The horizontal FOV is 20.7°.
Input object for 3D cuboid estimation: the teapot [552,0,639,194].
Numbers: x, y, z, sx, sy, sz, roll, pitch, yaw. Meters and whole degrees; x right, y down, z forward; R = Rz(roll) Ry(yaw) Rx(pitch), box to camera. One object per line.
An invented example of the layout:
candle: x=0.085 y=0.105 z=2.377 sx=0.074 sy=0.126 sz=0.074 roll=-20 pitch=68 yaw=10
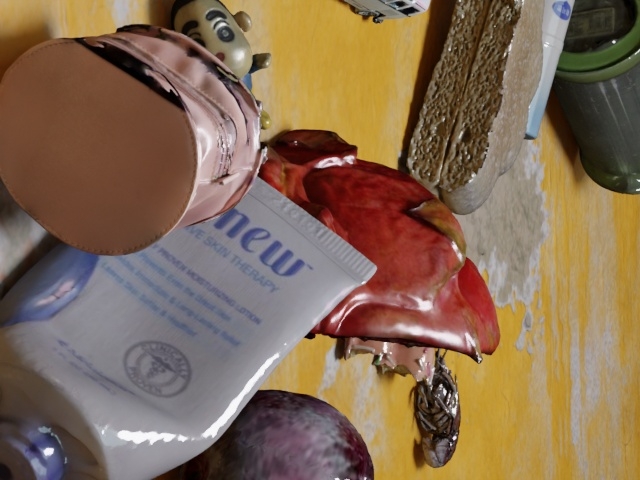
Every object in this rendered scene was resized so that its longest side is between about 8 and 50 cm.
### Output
teapot: x=0.426 y=-0.240 z=2.511 sx=0.337 sy=0.200 sz=0.270 roll=56 pitch=33 yaw=-50

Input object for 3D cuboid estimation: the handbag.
handbag: x=-0.162 y=-0.087 z=1.473 sx=0.179 sy=0.205 sz=0.116 roll=-60 pitch=169 yaw=19

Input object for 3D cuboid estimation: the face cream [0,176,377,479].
face cream: x=-0.146 y=0.074 z=1.514 sx=0.420 sy=0.235 sz=0.137 roll=-47 pitch=168 yaw=-42

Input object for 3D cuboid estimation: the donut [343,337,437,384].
donut: x=0.089 y=0.102 z=2.064 sx=0.166 sy=0.065 sz=0.117 roll=25 pitch=72 yaw=-60

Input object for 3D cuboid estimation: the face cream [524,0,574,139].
face cream: x=0.282 y=-0.262 z=2.321 sx=0.077 sy=0.077 sz=0.250 roll=20 pitch=84 yaw=-60

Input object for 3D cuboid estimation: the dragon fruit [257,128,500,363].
dragon fruit: x=0.002 y=-0.010 z=1.719 sx=0.329 sy=0.286 sz=0.228 roll=13 pitch=85 yaw=-51

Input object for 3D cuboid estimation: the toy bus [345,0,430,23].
toy bus: x=0.054 y=-0.303 z=1.935 sx=0.194 sy=0.089 sz=0.087 roll=18 pitch=77 yaw=-59

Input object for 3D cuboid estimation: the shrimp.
shrimp: x=0.147 y=0.202 z=2.186 sx=0.065 sy=0.056 sz=0.165 roll=-28 pitch=114 yaw=-50

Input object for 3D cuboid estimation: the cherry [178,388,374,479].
cherry: x=-0.044 y=0.238 z=1.720 sx=0.195 sy=0.195 sz=0.195 roll=-10 pitch=102 yaw=-60

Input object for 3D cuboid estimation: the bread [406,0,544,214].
bread: x=0.206 y=-0.188 z=2.187 sx=0.183 sy=0.102 sz=0.337 roll=42 pitch=64 yaw=-67

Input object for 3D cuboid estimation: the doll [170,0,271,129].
doll: x=-0.098 y=-0.167 z=1.692 sx=0.179 sy=0.102 sz=0.089 roll=65 pitch=-3 yaw=-35
